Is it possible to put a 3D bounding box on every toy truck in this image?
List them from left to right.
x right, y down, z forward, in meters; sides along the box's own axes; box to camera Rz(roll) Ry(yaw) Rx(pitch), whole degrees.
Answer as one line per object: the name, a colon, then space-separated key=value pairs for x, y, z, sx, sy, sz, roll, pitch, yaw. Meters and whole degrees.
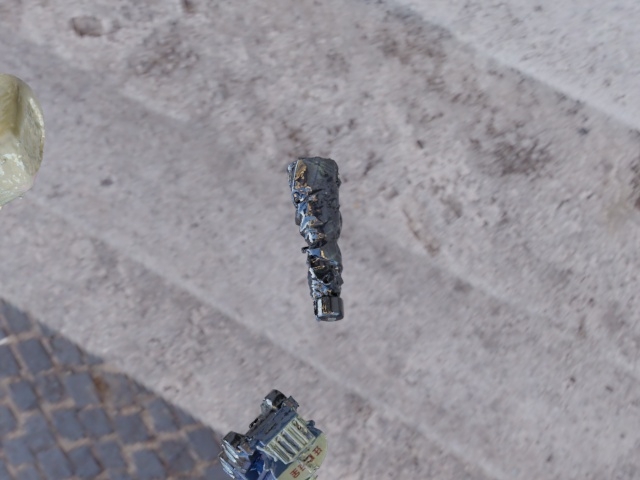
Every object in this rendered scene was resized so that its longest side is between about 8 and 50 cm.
toy truck: x=-0.041 y=0.200 z=1.263 sx=0.088 sy=0.074 sz=0.202 roll=43 pitch=161 yaw=7

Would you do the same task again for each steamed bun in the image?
steamed bun: x=-0.455 y=-0.098 z=1.651 sx=0.238 sy=0.170 sz=0.153 roll=-13 pitch=133 yaw=4

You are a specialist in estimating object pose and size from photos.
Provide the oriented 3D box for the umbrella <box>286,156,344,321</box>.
umbrella: x=0.001 y=0.001 z=1.756 sx=0.071 sy=0.080 sz=0.224 roll=-34 pitch=57 yaw=49
